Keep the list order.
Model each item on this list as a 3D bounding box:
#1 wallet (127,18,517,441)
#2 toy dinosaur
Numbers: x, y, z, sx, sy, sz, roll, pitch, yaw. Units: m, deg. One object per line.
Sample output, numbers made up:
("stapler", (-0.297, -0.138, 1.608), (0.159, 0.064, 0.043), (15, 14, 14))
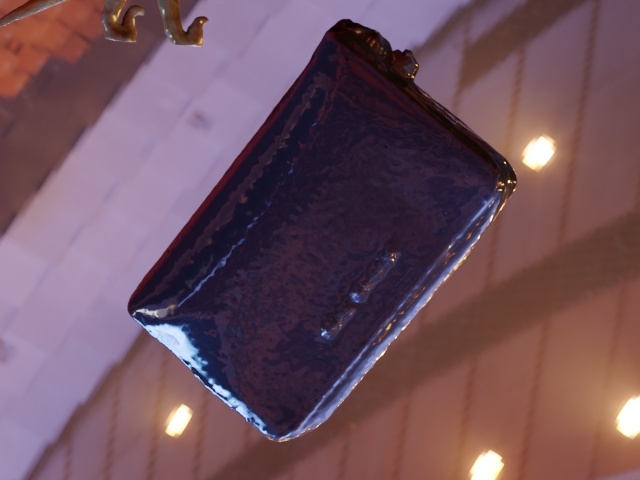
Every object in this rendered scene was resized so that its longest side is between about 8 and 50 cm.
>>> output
("wallet", (0.000, 0.000, 0.982), (0.250, 0.149, 0.044), (-50, 175, 23))
("toy dinosaur", (-0.129, -0.194, 1.095), (0.039, 0.162, 0.126), (-135, -127, -81))
